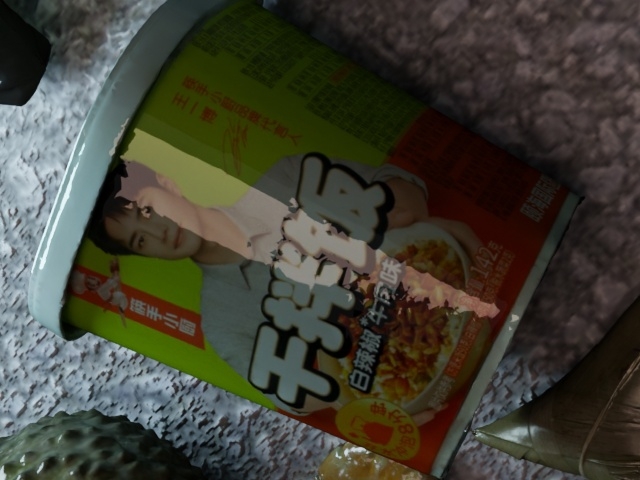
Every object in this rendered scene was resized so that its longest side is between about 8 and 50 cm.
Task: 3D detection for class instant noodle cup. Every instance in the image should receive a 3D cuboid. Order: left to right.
[{"bbox_3d":[0.000,0.000,1.184,0.308,0.294,0.294,27,117,6],"label":"instant noodle cup"}]

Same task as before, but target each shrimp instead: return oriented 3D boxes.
[{"bbox_3d":[0.044,0.253,1.356,0.115,0.051,0.217,14,113,27],"label":"shrimp"}]

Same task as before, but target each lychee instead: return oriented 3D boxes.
[{"bbox_3d":[-0.187,0.264,1.350,0.255,0.274,0.255,25,128,37],"label":"lychee"}]

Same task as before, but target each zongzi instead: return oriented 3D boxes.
[{"bbox_3d":[0.196,0.085,1.219,0.178,0.081,0.189,14,107,31],"label":"zongzi"}]

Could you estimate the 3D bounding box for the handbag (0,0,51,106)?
[{"bbox_3d":[-0.353,-0.199,1.305,0.247,0.223,0.080,9,66,21],"label":"handbag"}]
